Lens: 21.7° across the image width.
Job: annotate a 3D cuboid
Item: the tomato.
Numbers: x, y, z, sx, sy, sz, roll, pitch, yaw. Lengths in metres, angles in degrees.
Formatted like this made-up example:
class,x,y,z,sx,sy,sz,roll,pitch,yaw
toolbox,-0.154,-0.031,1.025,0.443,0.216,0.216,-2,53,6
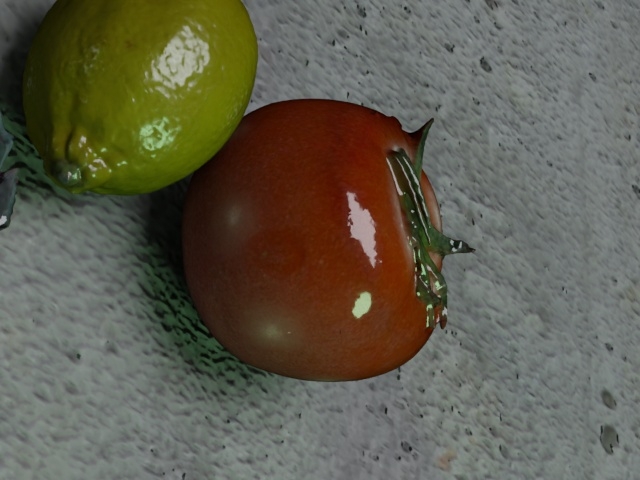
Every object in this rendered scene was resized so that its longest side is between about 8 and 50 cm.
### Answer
class,x,y,z,sx,sy,sz,roll,pitch,yaw
tomato,0.000,0.000,1.432,0.256,0.225,0.255,-8,90,-69

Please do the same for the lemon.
class,x,y,z,sx,sy,sz,roll,pitch,yaw
lemon,-0.147,-0.129,1.344,0.184,0.184,0.248,45,55,-31

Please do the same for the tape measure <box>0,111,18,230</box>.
class,x,y,z,sx,sy,sz,roll,pitch,yaw
tape measure,-0.332,-0.075,1.110,0.256,0.147,0.275,8,68,-50
